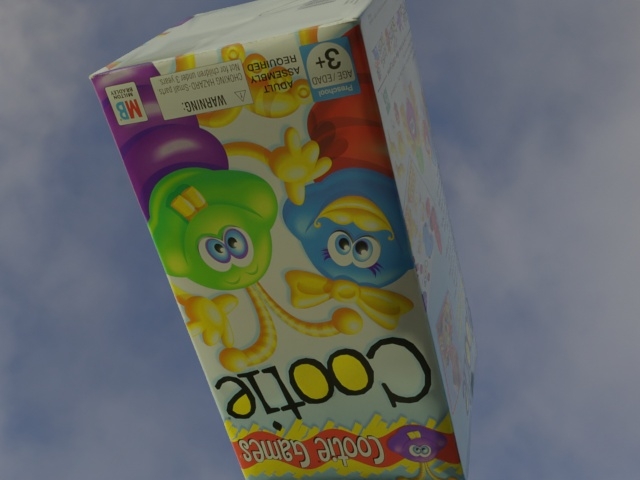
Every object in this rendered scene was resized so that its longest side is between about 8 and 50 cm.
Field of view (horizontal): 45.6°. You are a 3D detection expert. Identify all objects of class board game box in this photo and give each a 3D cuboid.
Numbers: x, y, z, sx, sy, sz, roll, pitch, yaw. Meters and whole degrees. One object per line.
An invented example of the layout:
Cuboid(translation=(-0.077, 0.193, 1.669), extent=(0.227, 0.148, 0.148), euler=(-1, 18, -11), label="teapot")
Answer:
Cuboid(translation=(0.000, 0.000, 0.463), extent=(0.142, 0.144, 0.275), euler=(-8, -65, 18), label="board game box")
